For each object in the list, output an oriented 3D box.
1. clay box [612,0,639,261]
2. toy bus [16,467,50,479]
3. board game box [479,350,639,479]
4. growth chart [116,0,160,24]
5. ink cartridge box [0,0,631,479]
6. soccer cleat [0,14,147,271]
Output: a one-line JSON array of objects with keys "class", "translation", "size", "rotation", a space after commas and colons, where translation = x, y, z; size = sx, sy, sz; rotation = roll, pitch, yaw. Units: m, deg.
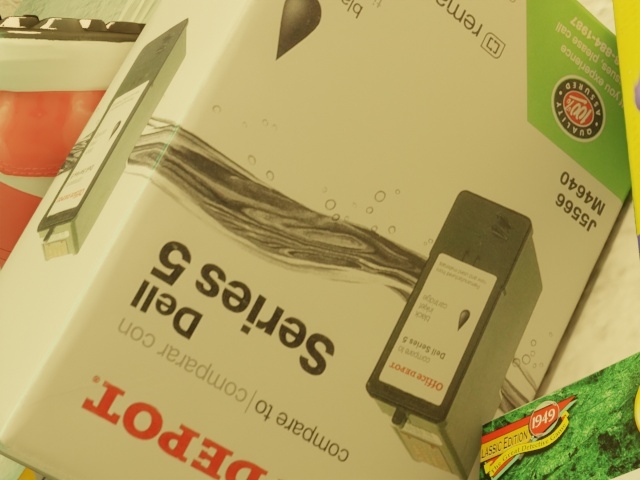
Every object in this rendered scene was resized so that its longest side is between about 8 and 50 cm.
[{"class": "clay box", "translation": [0.178, -0.088, 0.453], "size": [0.127, 0.053, 0.222], "rotation": [-36, 32, 36]}, {"class": "toy bus", "translation": [-0.112, 0.172, 0.596], "size": [0.332, 0.108, 0.130], "rotation": [-57, 24, -1]}, {"class": "board game box", "translation": [0.145, 0.072, 0.346], "size": [0.260, 0.030, 0.136], "rotation": [-35, 30, 39]}, {"class": "growth chart", "translation": [-0.212, -0.297, 1.472], "size": [0.172, 0.021, 0.237], "rotation": [-60, 24, -10]}, {"class": "ink cartridge box", "translation": [0.000, 0.000, 0.494], "size": [0.115, 0.198, 0.273], "rotation": [1, 60, 60]}, {"class": "soccer cleat", "translation": [-0.058, -0.052, 0.628], "size": [0.109, 0.318, 0.116], "rotation": [11, 100, 35]}]
